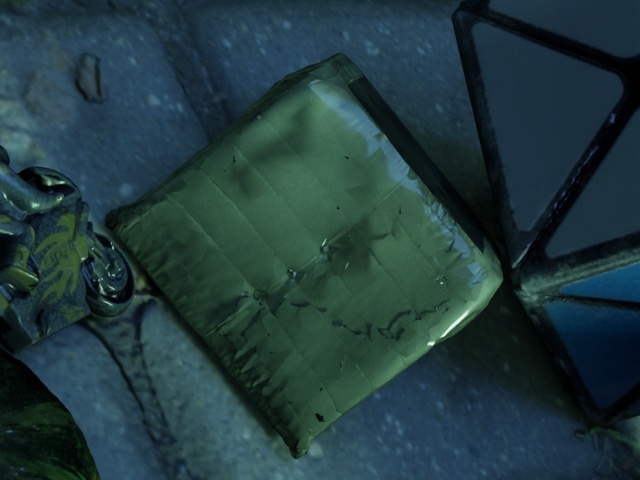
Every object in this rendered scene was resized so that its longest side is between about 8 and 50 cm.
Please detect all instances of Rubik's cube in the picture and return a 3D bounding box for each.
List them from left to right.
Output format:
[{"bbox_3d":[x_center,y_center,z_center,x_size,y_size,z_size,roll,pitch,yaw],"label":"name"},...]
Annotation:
[{"bbox_3d":[0.261,-0.053,1.436,0.260,0.259,0.255,57,19,-56],"label":"Rubik's cube"}]

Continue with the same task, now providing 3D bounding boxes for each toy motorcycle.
[{"bbox_3d":[-0.181,0.002,1.132,0.193,0.061,0.124,-20,83,-59],"label":"toy motorcycle"}]

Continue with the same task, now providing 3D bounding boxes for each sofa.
[{"bbox_3d":[0.000,0.000,1.322,0.210,0.176,0.225,50,8,-5],"label":"sofa"}]

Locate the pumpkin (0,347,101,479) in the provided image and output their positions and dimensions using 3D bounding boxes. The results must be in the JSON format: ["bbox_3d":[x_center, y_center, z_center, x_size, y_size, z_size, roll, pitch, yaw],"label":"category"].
[{"bbox_3d":[-0.191,0.133,0.945,0.190,0.146,0.190,6,69,-15],"label":"pumpkin"}]
